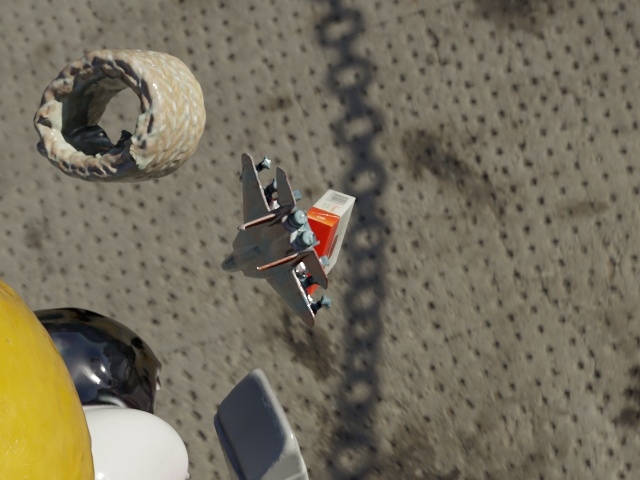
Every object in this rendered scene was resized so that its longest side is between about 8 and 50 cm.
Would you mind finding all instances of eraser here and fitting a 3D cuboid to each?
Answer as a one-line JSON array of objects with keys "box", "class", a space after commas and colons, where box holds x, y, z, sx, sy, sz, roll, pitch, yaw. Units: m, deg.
[{"box": [-0.047, 0.233, 1.185, 0.061, 0.352, 0.089, -23, 61, -10], "class": "eraser"}]

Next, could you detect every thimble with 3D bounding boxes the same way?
[{"box": [-0.295, -0.182, 1.869, 0.229, 0.148, 0.195, 2, 94, 25], "class": "thimble"}]

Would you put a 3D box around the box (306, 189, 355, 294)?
[{"box": [0.000, 0.000, 1.673, 0.048, 0.152, 0.100, 16, 108, 6], "class": "box"}]

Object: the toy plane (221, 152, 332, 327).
[{"box": [-0.065, 0.007, 1.581, 0.104, 0.326, 0.222, -22, 88, -14], "class": "toy plane"}]

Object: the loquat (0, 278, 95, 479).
[{"box": [-0.168, 0.079, 0.375, 0.208, 0.208, 0.208, -4, 70, 11], "class": "loquat"}]

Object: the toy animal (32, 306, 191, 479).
[{"box": [-0.270, 0.240, 1.321, 0.251, 0.251, 0.310, -25, 37, 3], "class": "toy animal"}]
